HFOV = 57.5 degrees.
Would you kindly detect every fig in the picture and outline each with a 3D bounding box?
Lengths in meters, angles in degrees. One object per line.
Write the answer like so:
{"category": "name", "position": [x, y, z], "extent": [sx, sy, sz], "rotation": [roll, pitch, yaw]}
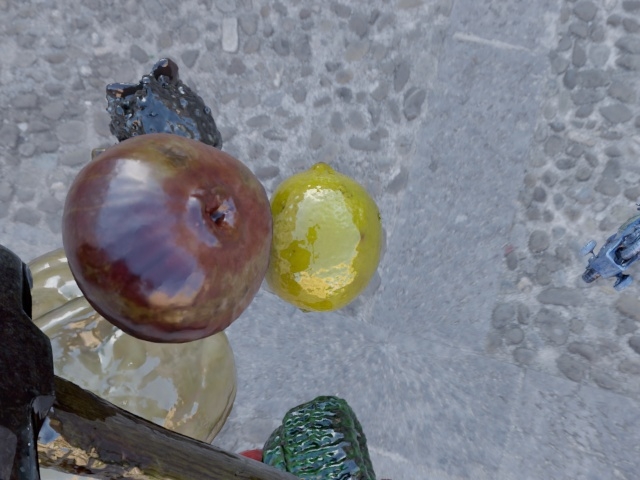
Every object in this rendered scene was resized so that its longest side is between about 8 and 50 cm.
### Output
{"category": "fig", "position": [-0.146, -0.003, 0.541], "extent": [0.205, 0.205, 0.206], "rotation": [-1, 80, 6]}

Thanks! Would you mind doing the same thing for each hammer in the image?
{"category": "hammer", "position": [-0.142, 0.173, 0.458], "extent": [0.095, 0.409, 0.242], "rotation": [-45, 39, 2]}

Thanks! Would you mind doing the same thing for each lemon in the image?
{"category": "lemon", "position": [0.000, -0.002, 1.145], "extent": [0.260, 0.260, 0.284], "rotation": [8, 78, 8]}

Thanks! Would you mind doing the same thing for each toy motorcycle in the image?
{"category": "toy motorcycle", "position": [0.517, 0.006, 0.977], "extent": [0.135, 0.254, 0.092], "rotation": [-41, 75, -7]}

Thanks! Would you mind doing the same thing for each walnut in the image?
{"category": "walnut", "position": [-0.304, 0.178, 0.786], "extent": [0.380, 0.381, 0.382], "rotation": [-1, 80, 6]}

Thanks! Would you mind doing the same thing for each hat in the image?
{"category": "hat", "position": [-0.052, 0.513, 1.289], "extent": [0.331, 0.242, 0.274], "rotation": [-19, 48, 7]}

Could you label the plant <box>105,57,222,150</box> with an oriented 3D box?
{"category": "plant", "position": [-0.305, -0.234, 1.126], "extent": [0.204, 0.178, 0.234], "rotation": [-25, 90, -43]}

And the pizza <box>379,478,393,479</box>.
{"category": "pizza", "position": [0.099, 0.471, 1.036], "extent": [0.188, 0.199, 0.062], "rotation": [15, 41, -20]}
